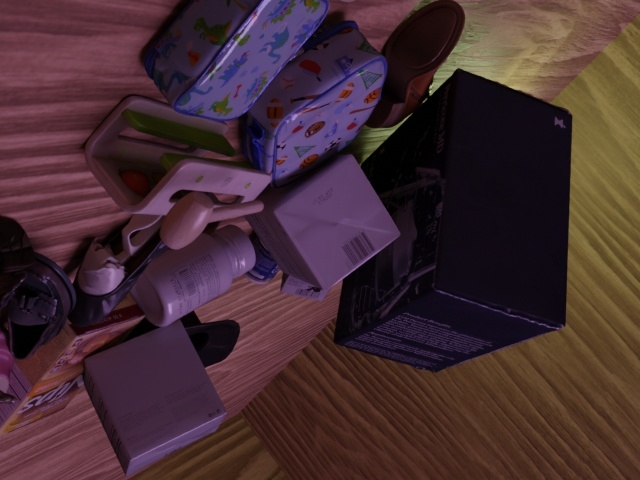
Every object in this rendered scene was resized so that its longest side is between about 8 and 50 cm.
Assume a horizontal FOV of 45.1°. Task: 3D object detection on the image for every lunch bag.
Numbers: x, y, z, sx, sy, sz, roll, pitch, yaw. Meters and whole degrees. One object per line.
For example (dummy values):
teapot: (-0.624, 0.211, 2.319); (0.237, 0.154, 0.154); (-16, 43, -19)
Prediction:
lunch bag: (-0.100, -0.249, 0.957); (0.219, 0.090, 0.176); (-45, 165, 21)
lunch bag: (-0.023, -0.212, 1.251); (0.243, 0.115, 0.303); (-34, 167, -14)

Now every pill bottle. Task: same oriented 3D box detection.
pill bottle: (-0.113, 0.018, 1.783); (0.094, 0.094, 0.169); (-24, 160, -49)
pill bottle: (-0.243, 0.059, 1.484); (0.229, 0.131, 0.131); (-30, 164, -37)

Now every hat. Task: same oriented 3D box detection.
hat: (-0.349, 0.214, 1.702); (0.331, 0.134, 0.331); (-22, 154, -11)

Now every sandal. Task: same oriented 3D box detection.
sandal: (-0.434, 0.008, 0.946); (0.060, 0.090, 0.219); (-20, 177, 9)

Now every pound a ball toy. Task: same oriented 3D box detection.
pound a ball toy: (-0.183, -0.067, 1.066); (0.136, 0.208, 0.319); (-44, 167, 16)

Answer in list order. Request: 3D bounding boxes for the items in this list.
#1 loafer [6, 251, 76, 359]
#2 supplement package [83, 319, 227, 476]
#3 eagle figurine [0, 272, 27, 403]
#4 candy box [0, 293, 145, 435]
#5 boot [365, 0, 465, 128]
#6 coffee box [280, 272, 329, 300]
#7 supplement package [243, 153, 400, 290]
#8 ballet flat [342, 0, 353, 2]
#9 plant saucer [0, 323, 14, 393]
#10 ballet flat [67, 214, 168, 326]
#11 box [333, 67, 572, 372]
loafer: (-0.432, 0.110, 1.167); (0.084, 0.096, 0.267); (-63, -177, -32)
supplement package: (-0.316, 0.295, 1.451); (0.194, 0.203, 0.149); (-22, 161, -27)
eagle figurine: (-0.468, 0.131, 0.940); (0.226, 0.225, 0.298); (-53, 163, -35)
candy box: (-0.489, 0.223, 1.436); (0.316, 0.088, 0.183); (-47, 165, 25)
boot: (0.199, -0.336, 1.483); (0.284, 0.109, 0.220); (-60, 167, 27)
coffee box: (0.000, 0.000, 1.827); (0.297, 0.118, 0.168); (119, -19, -57)
supplement package: (-0.012, -0.040, 1.455); (0.177, 0.175, 0.293); (-36, -166, -12)
ballet flat: (0.034, -0.365, 1.038); (0.057, 0.049, 0.173); (-39, 167, -1)
plant saucer: (-0.621, 0.259, 1.202); (0.332, 0.084, 0.332); (-38, 167, -10)
ballet flat: (-0.320, 0.016, 1.248); (0.280, 0.095, 0.096); (-48, 159, -11)
box: (0.273, -0.015, 1.650); (0.471, 0.297, 0.480); (141, -37, -60)
